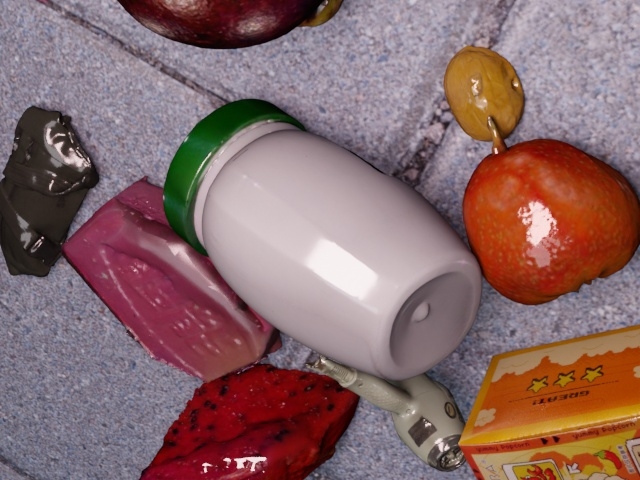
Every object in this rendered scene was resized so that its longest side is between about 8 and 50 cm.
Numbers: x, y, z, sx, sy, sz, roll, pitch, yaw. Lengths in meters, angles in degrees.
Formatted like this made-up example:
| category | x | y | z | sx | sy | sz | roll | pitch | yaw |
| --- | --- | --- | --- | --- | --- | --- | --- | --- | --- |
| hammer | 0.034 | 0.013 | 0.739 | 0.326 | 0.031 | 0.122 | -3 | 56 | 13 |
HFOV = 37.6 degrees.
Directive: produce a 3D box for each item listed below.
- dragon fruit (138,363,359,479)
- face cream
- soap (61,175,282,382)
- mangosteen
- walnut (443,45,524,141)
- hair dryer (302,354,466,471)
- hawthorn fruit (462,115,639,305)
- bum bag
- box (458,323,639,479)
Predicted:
| category | x | y | z | sx | sy | sz | roll | pitch | yaw |
| --- | --- | --- | --- | --- | --- | --- | --- | --- | --- |
| dragon fruit | -0.150 | 0.308 | 1.408 | 0.240 | 0.330 | 0.302 | 48 | 132 | 20 |
| face cream | 0.000 | 0.000 | 1.103 | 0.357 | 0.312 | 0.219 | 35 | 95 | 32 |
| soap | -0.200 | 0.066 | 1.368 | 0.220 | 0.127 | 0.325 | -34 | 102 | 38 |
| mangosteen | -0.105 | -0.329 | 0.990 | 0.297 | 0.297 | 0.293 | 27 | 142 | 8 |
| walnut | 0.185 | -0.164 | 1.094 | 0.091 | 0.052 | 0.121 | -18 | 108 | 35 |
| hair dryer | 0.072 | 0.167 | 1.228 | 0.267 | 0.229 | 0.092 | 39 | 102 | -21 |
| hawthorn fruit | 0.245 | -0.043 | 1.062 | 0.196 | 0.196 | 0.225 | -34 | 86 | 36 |
| bum bag | -0.429 | -0.056 | 1.430 | 0.142 | 0.079 | 0.326 | 36 | 128 | 6 |
| box | 0.361 | 0.287 | 1.182 | 0.260 | 0.214 | 0.283 | -18 | 110 | 34 |
